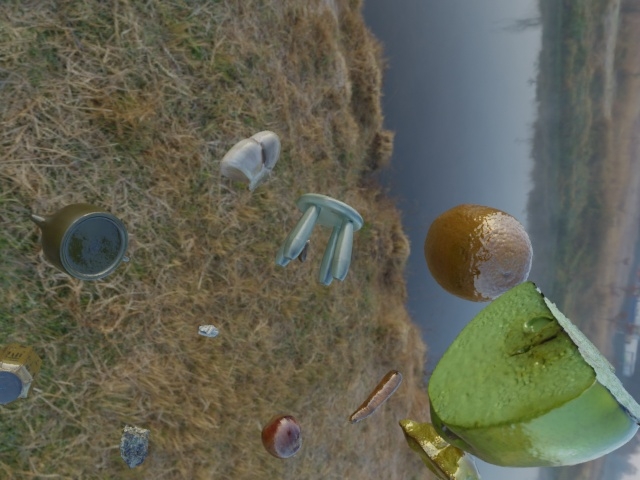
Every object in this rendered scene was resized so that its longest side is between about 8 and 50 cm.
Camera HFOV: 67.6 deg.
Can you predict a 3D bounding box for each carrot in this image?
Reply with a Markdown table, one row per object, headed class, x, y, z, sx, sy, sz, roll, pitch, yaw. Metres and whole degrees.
| class | x | y | z | sx | sy | sz | roll | pitch | yaw |
| --- | --- | --- | --- | --- | --- | --- | --- | --- | --- |
| carrot | 0.177 | 0.504 | 1.527 | 0.247 | 0.059 | 0.059 | -37 | 127 | -29 |

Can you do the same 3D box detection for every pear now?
| class | x | y | z | sx | sy | sz | roll | pitch | yaw |
| --- | --- | --- | --- | --- | --- | --- | --- | --- | --- |
| pear | 0.283 | 0.223 | 0.681 | 0.159 | 0.292 | 0.292 | 51 | 49 | -13 |

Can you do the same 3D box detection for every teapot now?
| class | x | y | z | sx | sy | sz | roll | pitch | yaw |
| --- | --- | --- | --- | --- | --- | --- | --- | --- | --- |
| teapot | -0.613 | -0.003 | 1.236 | 0.186 | 0.175 | 0.267 | -62 | 145 | -9 |

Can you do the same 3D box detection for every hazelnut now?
| class | x | y | z | sx | sy | sz | roll | pitch | yaw |
| --- | --- | --- | --- | --- | --- | --- | --- | --- | --- |
| hazelnut | -0.070 | 0.369 | 0.902 | 0.086 | 0.086 | 0.086 | -16 | 109 | -55 |

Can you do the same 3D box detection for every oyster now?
| class | x | y | z | sx | sy | sz | roll | pitch | yaw |
| --- | --- | --- | --- | --- | --- | --- | --- | --- | --- |
| oyster | -0.560 | 0.615 | 1.445 | 0.105 | 0.056 | 0.177 | -62 | 152 | -50 |

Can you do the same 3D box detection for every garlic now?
| class | x | y | z | sx | sy | sz | roll | pitch | yaw |
| --- | --- | --- | --- | --- | --- | --- | --- | --- | --- |
| garlic | -0.163 | -0.197 | 1.126 | 0.174 | 0.099 | 0.124 | -47 | 167 | -36 |

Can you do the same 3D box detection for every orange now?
| class | x | y | z | sx | sy | sz | roll | pitch | yaw |
| --- | --- | --- | --- | --- | --- | --- | --- | --- | --- |
| orange | 0.503 | 0.034 | 1.567 | 0.321 | 0.357 | 0.323 | -8 | 113 | -20 |

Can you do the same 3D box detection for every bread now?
| class | x | y | z | sx | sy | sz | roll | pitch | yaw |
| --- | --- | --- | --- | --- | --- | --- | --- | --- | --- |
| bread | 0.280 | 0.493 | 1.088 | 0.088 | 0.233 | 0.161 | -39 | 120 | -14 |

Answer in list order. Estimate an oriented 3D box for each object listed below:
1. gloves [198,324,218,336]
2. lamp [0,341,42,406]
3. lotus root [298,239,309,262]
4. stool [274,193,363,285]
| class | x | y | z | sx | sy | sz | roll | pitch | yaw |
| --- | --- | --- | --- | --- | --- | --- | --- | --- | --- |
| gloves | -0.335 | 0.273 | 1.431 | 0.044 | 0.037 | 0.081 | -37 | 151 | 5 |
| lamp | -0.952 | 0.409 | 1.467 | 0.161 | 0.185 | 0.162 | -4 | 101 | -20 |
| lotus root | -0.059 | 0.035 | 1.625 | 0.037 | 0.030 | 0.084 | -144 | -114 | -84 |
| stool | 0.000 | 0.000 | 1.309 | 0.195 | 0.195 | 0.199 | 142 | -32 | -71 |
